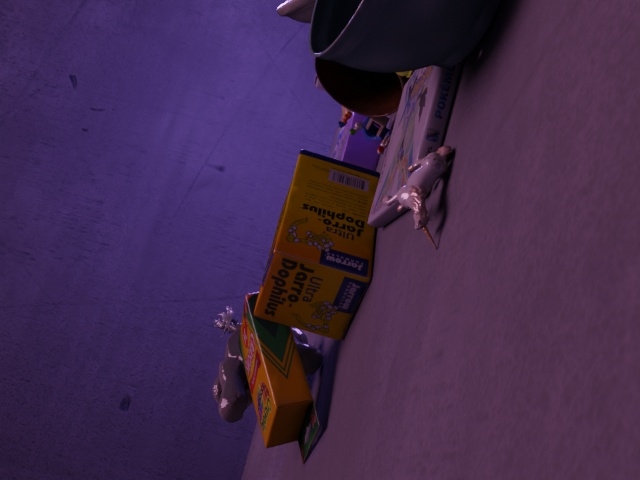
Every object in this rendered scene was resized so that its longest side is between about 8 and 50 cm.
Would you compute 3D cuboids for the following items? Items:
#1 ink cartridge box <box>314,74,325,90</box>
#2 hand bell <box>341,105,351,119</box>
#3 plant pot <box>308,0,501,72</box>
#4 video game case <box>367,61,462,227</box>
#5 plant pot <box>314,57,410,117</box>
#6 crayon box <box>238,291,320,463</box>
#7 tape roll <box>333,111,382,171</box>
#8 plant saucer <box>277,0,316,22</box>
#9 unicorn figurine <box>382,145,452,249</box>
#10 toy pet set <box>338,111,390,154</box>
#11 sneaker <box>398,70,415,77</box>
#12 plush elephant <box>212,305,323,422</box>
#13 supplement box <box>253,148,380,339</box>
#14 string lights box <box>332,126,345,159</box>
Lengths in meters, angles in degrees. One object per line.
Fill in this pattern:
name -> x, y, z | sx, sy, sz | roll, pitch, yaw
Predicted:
ink cartridge box -> 0.121, -0.494, 1.694 | 0.117, 0.207, 0.283 | 173, 113, -87
hand bell -> 0.100, -0.352, 2.223 | 0.126, 0.126, 0.242 | -138, 54, -85
plant pot -> 0.134, -0.361, 0.973 | 0.293, 0.196, 0.293 | -55, 24, 40
video game case -> 0.163, -0.189, 1.198 | 0.329, 0.036, 0.300 | 134, 152, -79
plant pot -> 0.135, -0.432, 1.539 | 0.230, 0.215, 0.215 | -59, -3, -27
crayon box -> -0.094, 0.289, 1.442 | 0.202, 0.081, 0.318 | 105, 151, -49
tape roll -> 0.085, -0.201, 1.810 | 0.275, 0.090, 0.275 | -163, 90, -84
plant saucer -> 0.103, -0.543, 1.437 | 0.400, 0.100, 0.400 | -28, 18, 10
unicorn figurine -> 0.135, -0.068, 0.944 | 0.162, 0.060, 0.111 | -69, 14, -12
toy pet set -> 0.106, -0.249, 1.605 | 0.114, 0.122, 0.065 | -54, -4, -37
sneaker -> 0.197, -0.465, 1.321 | 0.123, 0.109, 0.295 | -86, 14, -64
plush elephant -> -0.136, 0.337, 1.746 | 0.272, 0.255, 0.330 | -37, 41, -8
supplement box -> 0.000, 0.000, 1.468 | 0.356, 0.195, 0.194 | -80, 8, -50
string lights box -> 0.074, -0.228, 2.102 | 0.133, 0.077, 0.259 | 155, 131, -82
